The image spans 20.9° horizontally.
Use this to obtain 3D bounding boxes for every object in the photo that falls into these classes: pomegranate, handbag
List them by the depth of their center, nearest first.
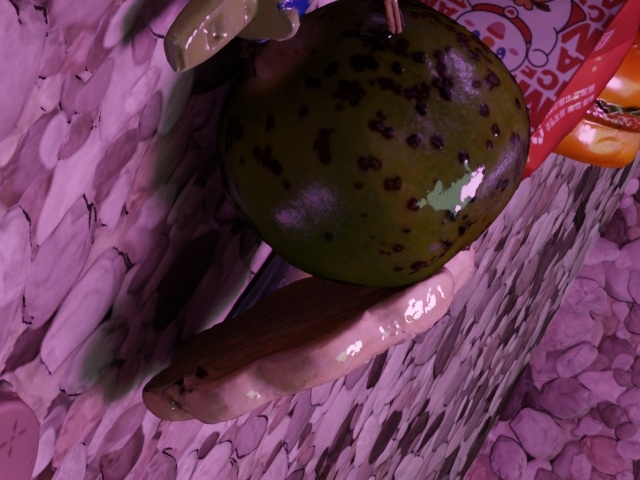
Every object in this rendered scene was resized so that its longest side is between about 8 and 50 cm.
[{"bbox_3d":[0.030,-0.088,1.368,0.254,0.270,0.254,-41,-159,20],"label":"pomegranate"},{"bbox_3d":[0.164,-0.160,1.570,0.298,0.171,0.151,-50,162,-37],"label":"handbag"}]

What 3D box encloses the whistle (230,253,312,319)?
[{"bbox_3d":[-0.001,0.000,1.695,0.326,0.068,0.057,-56,-163,-21],"label":"whistle"}]

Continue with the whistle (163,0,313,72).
[{"bbox_3d":[-0.037,-0.196,1.238,0.227,0.085,0.105,-50,150,-35],"label":"whistle"}]

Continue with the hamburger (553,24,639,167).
[{"bbox_3d":[0.273,-0.193,1.917,0.246,0.246,0.170,-23,135,-65],"label":"hamburger"}]

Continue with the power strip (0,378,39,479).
[{"bbox_3d":[-0.257,0.153,1.138,0.154,0.078,0.154,-52,157,-33],"label":"power strip"}]

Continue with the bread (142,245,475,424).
[{"bbox_3d":[-0.010,0.078,1.475,0.316,0.054,0.316,-24,-173,3],"label":"bread"}]

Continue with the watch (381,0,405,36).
[{"bbox_3d":[0.107,-0.262,1.341,0.102,0.165,0.268,95,-9,-49],"label":"watch"}]
